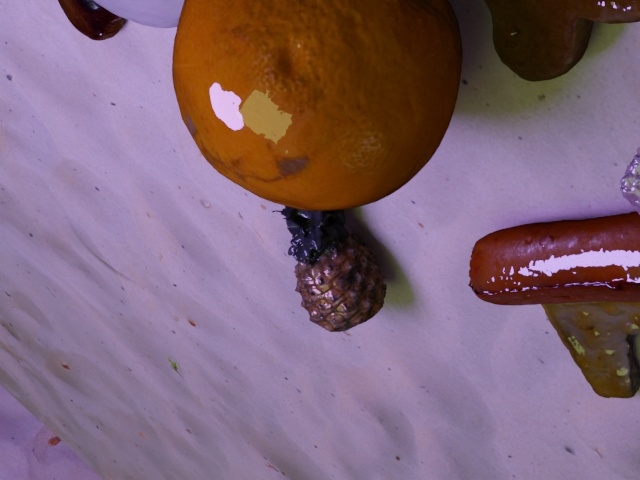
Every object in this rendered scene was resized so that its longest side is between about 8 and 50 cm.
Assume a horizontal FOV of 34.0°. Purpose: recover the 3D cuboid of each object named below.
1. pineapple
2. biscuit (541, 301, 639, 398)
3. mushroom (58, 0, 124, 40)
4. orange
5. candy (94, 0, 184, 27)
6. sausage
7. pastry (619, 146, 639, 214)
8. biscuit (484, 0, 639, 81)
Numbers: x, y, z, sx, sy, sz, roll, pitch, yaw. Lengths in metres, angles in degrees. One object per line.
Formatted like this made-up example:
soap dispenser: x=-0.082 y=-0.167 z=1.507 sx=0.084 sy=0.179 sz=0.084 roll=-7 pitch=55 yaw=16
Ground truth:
pineapple: x=0.000 y=-0.001 z=1.432 sx=0.128 sy=0.128 sz=0.248 roll=0 pitch=121 yaw=45
biscuit: x=0.366 y=0.116 z=1.250 sx=0.183 sy=0.039 sz=0.174 roll=-17 pitch=112 yaw=52
mushroom: x=-0.331 y=-0.338 z=1.475 sx=0.123 sy=0.052 sz=0.123 roll=30 pitch=145 yaw=24
orange: x=-0.003 y=-0.181 z=1.092 sx=0.312 sy=0.312 sz=0.312 roll=26 pitch=141 yaw=24
candy: x=-0.216 y=-0.418 z=1.177 sx=0.386 sy=0.186 sz=0.427 roll=32 pitch=147 yaw=11
sausage: x=0.306 y=0.021 z=1.167 sx=0.330 sy=0.102 sz=0.102 roll=-6 pitch=121 yaw=48
pastry: x=0.398 y=-0.090 z=0.957 sx=0.102 sy=0.112 sz=0.265 roll=59 pitch=150 yaw=-6
biscuit: x=0.152 y=-0.360 z=0.959 sx=0.432 sy=0.064 sz=0.283 roll=50 pitch=153 yaw=-6
